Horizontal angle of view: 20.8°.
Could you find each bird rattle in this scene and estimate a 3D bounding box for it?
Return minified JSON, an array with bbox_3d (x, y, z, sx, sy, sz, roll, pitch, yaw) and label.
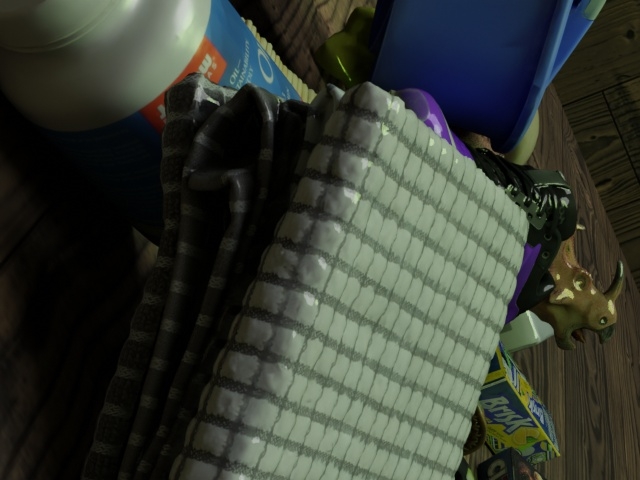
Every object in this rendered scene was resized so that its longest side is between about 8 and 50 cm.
[{"bbox_3d":[0.115,-0.113,1.624,0.143,0.207,0.253,-25,96,-35],"label":"bird rattle"}]

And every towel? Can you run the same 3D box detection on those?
[{"bbox_3d":[-0.007,0.055,0.902,0.284,0.121,0.235,29,79,-63],"label":"towel"}]

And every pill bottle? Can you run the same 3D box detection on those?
[{"bbox_3d":[-0.099,-0.092,0.930,0.221,0.124,0.124,49,25,-52],"label":"pill bottle"}]

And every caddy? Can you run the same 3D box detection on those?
[{"bbox_3d":[0.154,-0.239,1.397,0.241,0.179,0.341,-86,-170,-64],"label":"caddy"}]

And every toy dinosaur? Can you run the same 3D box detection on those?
[{"bbox_3d":[0.135,-0.029,1.536,0.127,0.200,0.295,-91,155,-52],"label":"toy dinosaur"}]

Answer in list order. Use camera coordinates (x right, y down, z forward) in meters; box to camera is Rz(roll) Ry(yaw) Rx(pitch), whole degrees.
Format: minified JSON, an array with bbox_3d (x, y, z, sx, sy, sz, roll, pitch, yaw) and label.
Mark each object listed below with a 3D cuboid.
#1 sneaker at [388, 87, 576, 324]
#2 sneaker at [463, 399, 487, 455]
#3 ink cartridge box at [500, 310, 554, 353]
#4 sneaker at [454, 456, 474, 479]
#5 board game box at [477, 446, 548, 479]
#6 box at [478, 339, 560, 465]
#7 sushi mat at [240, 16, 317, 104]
[{"bbox_3d":[0.128,-0.033,1.392,0.293,0.146,0.102,70,-2,-51],"label":"sneaker"},{"bbox_3d":[0.075,0.090,1.406,0.192,0.064,0.086,47,27,-37],"label":"sneaker"},{"bbox_3d":[0.183,-0.032,1.941,0.385,0.091,0.308,-6,76,-74],"label":"ink cartridge box"},{"bbox_3d":[0.088,0.219,1.255,0.235,0.084,0.097,-34,104,-75],"label":"sneaker"},{"bbox_3d":[0.242,0.323,1.627,0.243,0.042,0.165,43,25,-25],"label":"board game box"},{"bbox_3d":[0.180,0.162,1.715,0.169,0.059,0.054,53,20,-46],"label":"box"},{"bbox_3d":[-0.025,-0.017,1.189,0.151,0.019,0.316,44,30,-29],"label":"sushi mat"}]
